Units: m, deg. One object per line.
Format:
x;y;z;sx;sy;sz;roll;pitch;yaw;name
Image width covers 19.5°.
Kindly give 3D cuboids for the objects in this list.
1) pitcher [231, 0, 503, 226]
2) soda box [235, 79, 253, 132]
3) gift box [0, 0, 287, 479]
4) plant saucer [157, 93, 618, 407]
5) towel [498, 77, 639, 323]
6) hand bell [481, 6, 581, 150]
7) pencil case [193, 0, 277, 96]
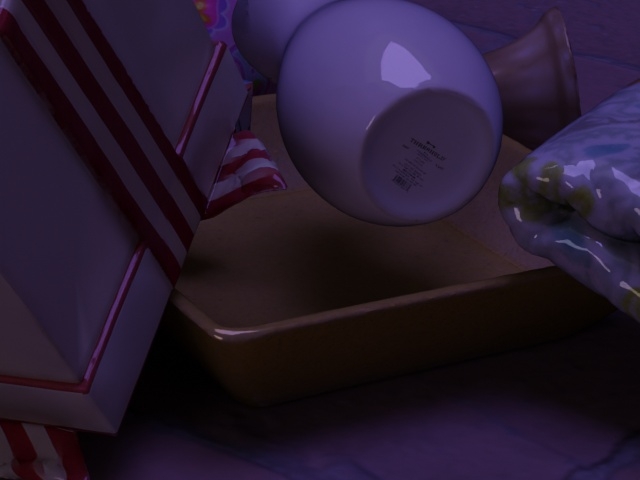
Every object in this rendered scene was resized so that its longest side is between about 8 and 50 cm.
0.049;-0.080;1.122;0.177;0.125;0.207;27;14;-28;pitcher
-0.131;-0.084;1.152;0.183;0.063;0.058;18;26;28;soda box
-0.180;-0.042;0.934;0.276;0.258;0.255;10;60;24;gift box
0.000;0.000;1.160;0.332;0.081;0.332;-10;27;-30;plant saucer
0.327;0.010;1.065;0.374;0.090;0.320;33;32;19;towel
0.068;-0.096;1.409;0.242;0.126;0.126;-9;23;1;hand bell
-0.132;-0.127;1.402;0.124;0.124;0.284;18;25;30;pencil case
